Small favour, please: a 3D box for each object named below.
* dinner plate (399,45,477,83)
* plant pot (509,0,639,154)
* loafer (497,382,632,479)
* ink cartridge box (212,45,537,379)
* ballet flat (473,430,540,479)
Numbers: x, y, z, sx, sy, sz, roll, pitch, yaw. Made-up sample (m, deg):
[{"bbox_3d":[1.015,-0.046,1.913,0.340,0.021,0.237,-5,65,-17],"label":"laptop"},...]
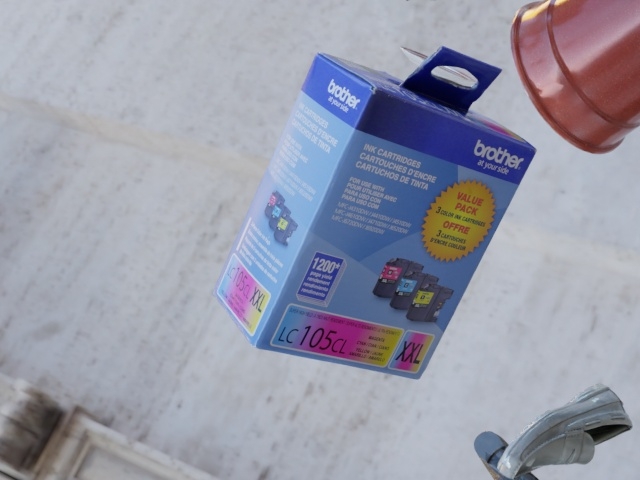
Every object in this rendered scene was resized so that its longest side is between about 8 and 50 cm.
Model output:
[{"bbox_3d":[0.193,-0.287,1.945,0.141,0.141,0.017,5,-67,-56],"label":"dinner plate"},{"bbox_3d":[0.476,-0.309,1.777,0.272,0.265,0.272,20,-124,-32],"label":"plant pot"},{"bbox_3d":[0.460,0.368,2.185,0.319,0.111,0.112,-23,-32,-33],"label":"loafer"},{"bbox_3d":[0.075,-0.050,1.417,0.270,0.151,0.395,14,-74,-35],"label":"ink cartridge box"},{"bbox_3d":[0.368,0.459,2.204,0.084,0.250,0.058,-39,-45,4],"label":"ballet flat"}]
